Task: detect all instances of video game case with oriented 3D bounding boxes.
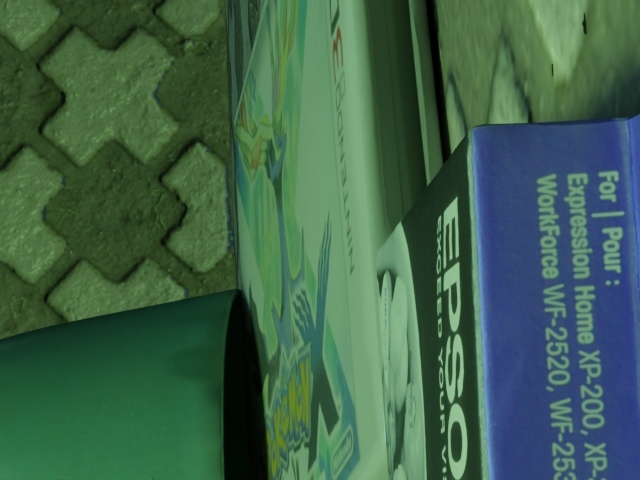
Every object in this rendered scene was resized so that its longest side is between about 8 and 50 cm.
[{"bbox_3d":[0.000,0.000,0.754,0.329,0.036,0.299,111,157,-64],"label":"video game case"}]

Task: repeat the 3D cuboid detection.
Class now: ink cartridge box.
[{"bbox_3d":[0.050,0.083,0.381,0.208,0.045,0.206,120,148,-77],"label":"ink cartridge box"}]

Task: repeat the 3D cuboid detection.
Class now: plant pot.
[{"bbox_3d":[-0.147,0.182,0.919,0.293,0.235,0.293,-5,-90,-87],"label":"plant pot"}]
